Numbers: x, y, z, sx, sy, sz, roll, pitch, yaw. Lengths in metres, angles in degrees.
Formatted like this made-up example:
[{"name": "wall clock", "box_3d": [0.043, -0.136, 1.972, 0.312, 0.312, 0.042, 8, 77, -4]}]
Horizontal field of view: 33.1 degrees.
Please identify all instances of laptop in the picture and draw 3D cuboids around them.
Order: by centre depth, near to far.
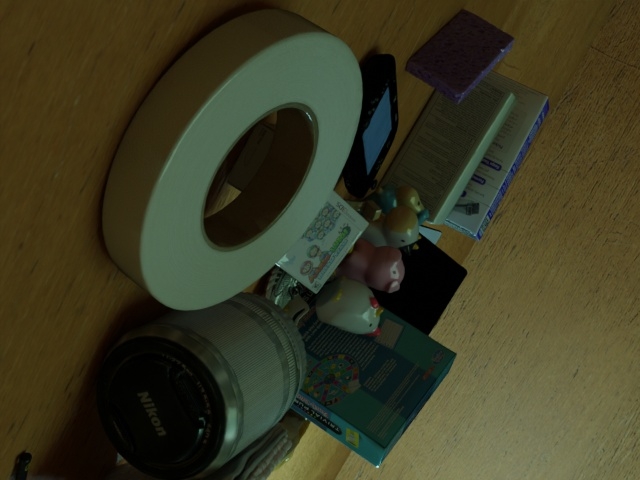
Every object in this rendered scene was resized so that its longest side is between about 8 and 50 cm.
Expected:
[{"name": "laptop", "box_3d": [0.180, 0.177, 2.293, 0.382, 0.236, 0.408, -59, 156, 9]}]

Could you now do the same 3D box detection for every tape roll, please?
[{"name": "tape roll", "box_3d": [-0.096, -0.092, 1.313, 0.392, 0.072, 0.392, -41, 151, -29]}]

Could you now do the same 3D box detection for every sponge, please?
[{"name": "sponge", "box_3d": [0.256, -0.338, 1.958, 0.210, 0.117, 0.031, -46, 164, -36]}]

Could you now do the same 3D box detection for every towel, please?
[{"name": "towel", "box_3d": [-0.223, 0.361, 1.571, 0.317, 0.053, 0.332, -18, -178, 12]}]

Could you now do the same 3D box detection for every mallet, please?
[{"name": "mallet", "box_3d": [-0.413, 0.361, 1.432, 0.062, 0.039, 0.189, -45, 157, -50]}]

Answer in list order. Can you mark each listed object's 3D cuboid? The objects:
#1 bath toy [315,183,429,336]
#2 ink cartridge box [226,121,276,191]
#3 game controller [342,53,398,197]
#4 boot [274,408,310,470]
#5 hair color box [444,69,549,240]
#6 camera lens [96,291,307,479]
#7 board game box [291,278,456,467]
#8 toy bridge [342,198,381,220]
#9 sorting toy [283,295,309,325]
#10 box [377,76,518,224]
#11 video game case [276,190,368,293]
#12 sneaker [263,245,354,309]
[{"name": "bath toy", "box_3d": [0.105, 0.043, 2.017, 0.151, 0.129, 0.348, -33, -157, 43]}, {"name": "ink cartridge box", "box_3d": [-0.065, -0.108, 1.526, 0.099, 0.056, 0.135, -60, 165, 11]}, {"name": "game controller", "box_3d": [0.085, -0.189, 1.821, 0.166, 0.067, 0.319, -54, 165, -12]}, {"name": "boot", "box_3d": [-0.106, 0.494, 2.535, 0.295, 0.104, 0.211, -49, 163, -44]}, {"name": "hair color box", "box_3d": [0.340, -0.192, 2.345, 0.339, 0.185, 0.110, -61, 165, -2]}, {"name": "camera lens", "box_3d": [-0.164, 0.199, 1.519, 0.219, 0.219, 0.274, -63, 164, 22]}, {"name": "board game box", "box_3d": [0.041, 0.220, 1.987, 0.254, 0.336, 0.079, -46, 161, -35]}, {"name": "toy bridge", "box_3d": [0.023, -0.049, 1.891, 0.188, 0.063, 0.026, -14, 138, -39]}, {"name": "sorting toy", "box_3d": [-0.063, 0.121, 1.962, 0.083, 0.075, 0.045, -49, 163, -29]}, {"name": "box", "box_3d": [0.264, -0.198, 2.220, 0.311, 0.148, 0.121, -58, 166, 9]}, {"name": "video game case", "box_3d": [0.000, 0.000, 1.835, 0.157, 0.019, 0.143, -53, 140, -2]}, {"name": "sneaker", "box_3d": [-0.023, 0.052, 1.916, 0.225, 0.093, 0.088, -50, 164, -22]}]
